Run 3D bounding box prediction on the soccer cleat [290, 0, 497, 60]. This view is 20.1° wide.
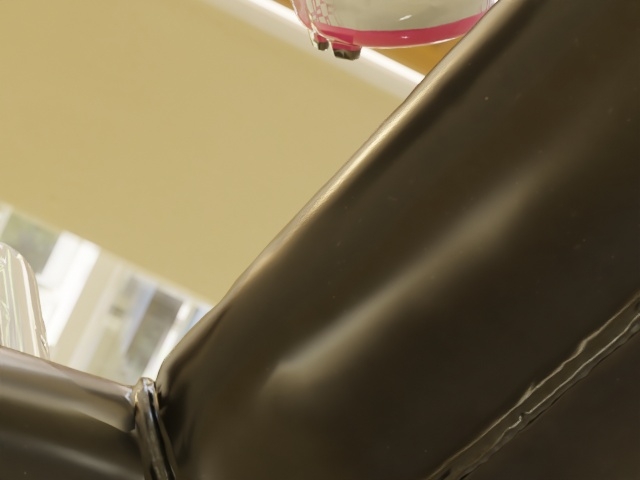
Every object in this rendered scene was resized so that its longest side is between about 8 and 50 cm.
[{"bbox_3d":[0.038,-0.200,0.994,0.331,0.116,0.143,-83,-12,-68],"label":"soccer cleat"}]

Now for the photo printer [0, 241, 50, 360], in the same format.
[{"bbox_3d":[-0.305,0.140,1.264,0.256,0.107,0.307,-28,28,2],"label":"photo printer"}]

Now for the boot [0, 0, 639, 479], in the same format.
[{"bbox_3d":[0.001,0.001,0.665,0.445,0.367,0.146,-40,31,12],"label":"boot"}]
